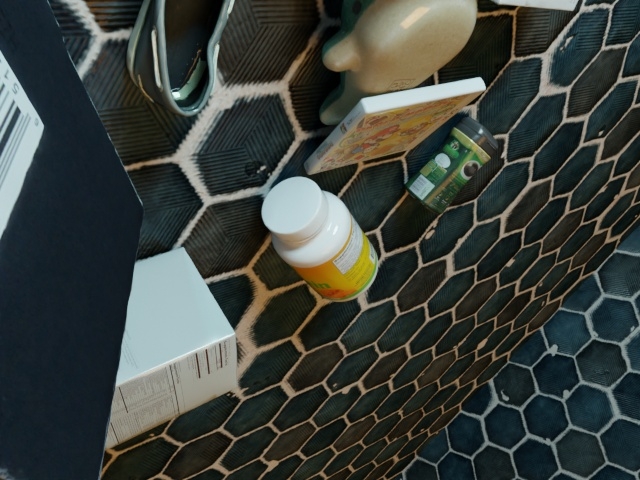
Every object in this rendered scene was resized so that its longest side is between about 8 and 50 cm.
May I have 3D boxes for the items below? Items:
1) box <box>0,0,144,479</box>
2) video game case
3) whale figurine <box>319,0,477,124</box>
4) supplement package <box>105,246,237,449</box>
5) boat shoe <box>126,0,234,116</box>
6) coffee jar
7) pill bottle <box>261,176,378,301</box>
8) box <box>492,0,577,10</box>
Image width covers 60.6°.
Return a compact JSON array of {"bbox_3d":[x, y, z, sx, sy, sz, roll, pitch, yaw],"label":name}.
[{"bbox_3d":[-0.401,-0.043,0.250,0.472,0.297,0.480,-7,140,1],"label":"box"},{"bbox_3d":[0.110,-0.174,0.851,0.227,0.026,0.206,-17,171,-28],"label":"video game case"},{"bbox_3d":[0.082,-0.271,0.750,0.216,0.141,0.272,-16,162,-32],"label":"whale figurine"},{"bbox_3d":[-0.255,0.151,0.807,0.203,0.194,0.149,-20,140,-25],"label":"supplement package"},{"bbox_3d":[-0.115,-0.278,0.561,0.116,0.099,0.319,-1,129,-41],"label":"boat shoe"},{"bbox_3d":[0.254,-0.144,1.057,0.184,0.079,0.096,-50,141,14],"label":"coffee jar"},{"bbox_3d":[0.000,0.000,0.929,0.136,0.136,0.245,-40,144,0],"label":"pill bottle"},{"bbox_3d":[0.302,-0.431,0.761,0.182,0.119,0.181,-12,136,-34],"label":"box"}]
